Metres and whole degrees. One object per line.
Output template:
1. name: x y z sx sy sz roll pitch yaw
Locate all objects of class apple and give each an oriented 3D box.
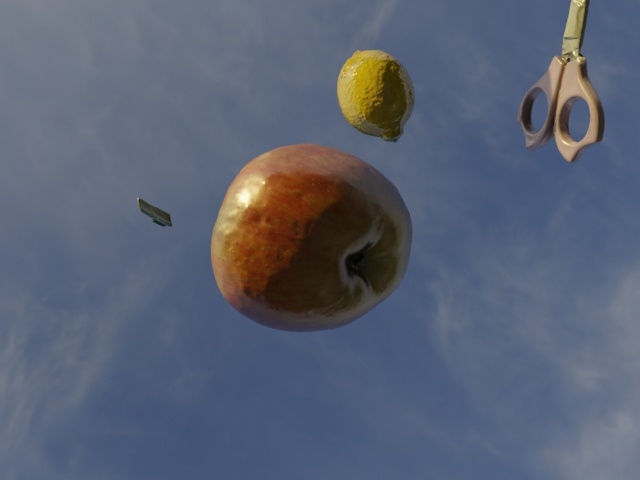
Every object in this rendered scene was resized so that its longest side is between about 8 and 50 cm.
1. apple: 0.000 0.000 0.938 0.249 0.309 0.278 19 -47 21

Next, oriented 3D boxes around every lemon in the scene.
1. lemon: 0.046 -0.118 0.524 0.062 0.062 0.083 -20 -94 -3

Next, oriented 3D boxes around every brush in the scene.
1. brush: -0.180 -0.029 0.688 0.013 0.083 0.016 -15 -101 4

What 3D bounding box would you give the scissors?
1. scissors: 0.230 -0.181 0.587 0.021 0.110 0.212 -7 -67 -23
